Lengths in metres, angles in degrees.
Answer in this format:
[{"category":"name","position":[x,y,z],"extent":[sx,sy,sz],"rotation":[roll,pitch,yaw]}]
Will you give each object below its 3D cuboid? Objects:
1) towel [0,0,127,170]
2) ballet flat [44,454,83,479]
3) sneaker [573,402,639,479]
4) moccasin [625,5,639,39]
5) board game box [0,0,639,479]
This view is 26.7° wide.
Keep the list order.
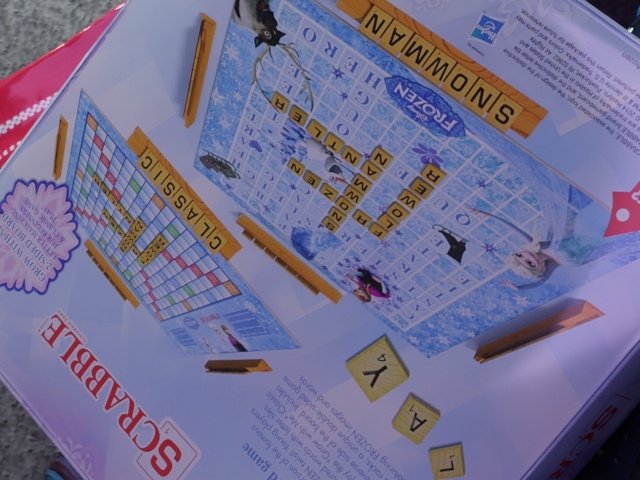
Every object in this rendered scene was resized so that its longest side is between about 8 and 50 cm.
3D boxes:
[{"category":"towel","position":[-0.091,-0.038,0.808],"extent":[0.199,0.031,0.275],"rotation":[-33,57,3]},{"category":"ballet flat","position":[-0.070,0.171,0.680],"extent":[0.070,0.070,0.188],"rotation":[-40,59,-3]},{"category":"sneaker","position":[0.128,0.091,0.648],"extent":[0.053,0.059,0.144],"rotation":[37,97,1]},{"category":"moccasin","position":[0.250,0.005,0.615],"extent":[0.117,0.138,0.342],"rotation":[-45,43,-1]},{"category":"board game box","position":[0.000,0.000,0.634],"extent":[0.318,0.066,0.318],"rotation":[44,99,28]}]
